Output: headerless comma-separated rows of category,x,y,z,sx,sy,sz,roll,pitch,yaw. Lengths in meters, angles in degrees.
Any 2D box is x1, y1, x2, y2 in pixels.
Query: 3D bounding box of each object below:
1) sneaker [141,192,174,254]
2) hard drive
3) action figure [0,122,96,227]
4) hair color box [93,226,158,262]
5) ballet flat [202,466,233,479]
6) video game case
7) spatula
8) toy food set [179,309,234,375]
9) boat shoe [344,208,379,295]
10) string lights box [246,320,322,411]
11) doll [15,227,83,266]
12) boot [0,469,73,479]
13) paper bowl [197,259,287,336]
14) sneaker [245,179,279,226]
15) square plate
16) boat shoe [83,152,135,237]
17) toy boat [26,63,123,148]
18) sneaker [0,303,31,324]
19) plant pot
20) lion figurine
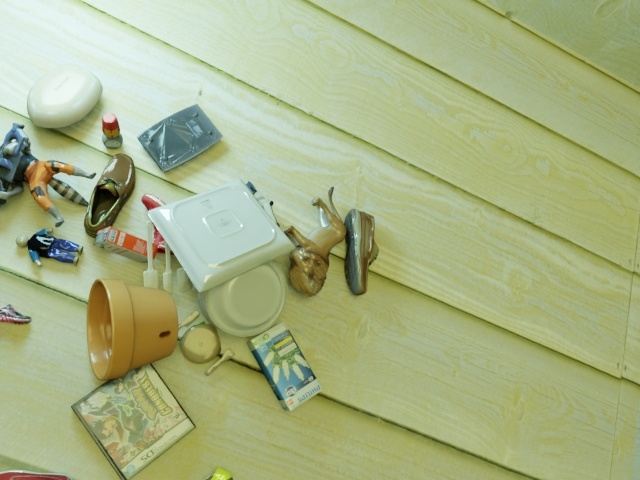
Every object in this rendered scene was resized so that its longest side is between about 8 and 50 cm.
sneaker,-0.535,-0.045,1.801,0.221,0.087,0.128,43,64,0
hard drive,-0.494,-0.357,1.930,0.255,0.054,0.172,-38,87,-25
action figure,-0.916,-0.168,1.706,0.330,0.178,0.341,31,93,0
hair color box,-0.609,0.015,1.717,0.167,0.093,0.053,26,64,-40
ballet flat,-0.358,0.771,1.616,0.077,0.077,0.231,36,61,19
video game case,-0.555,0.529,1.639,0.248,0.035,0.275,-35,87,-24
spatula,-0.486,0.055,1.752,0.168,0.019,0.242,-4,98,-35
toy food set,-0.383,0.331,1.763,0.132,0.038,0.192,-40,94,-18
boat shoe,0.158,0.040,1.988,0.117,0.123,0.324,6,73,-19
string lights box,-0.119,0.413,1.798,0.133,0.077,0.259,-28,84,-25
doll,-0.846,0.025,1.696,0.189,0.046,0.129,18,67,-13
boot,-0.793,0.659,1.442,0.244,0.176,0.088,4,74,-16
paper bowl,-0.238,0.166,1.751,0.284,0.148,0.284,-1,92,-30
sneaker,-0.244,-0.042,1.873,0.182,0.127,0.315,28,65,-6
square plate,-0.308,-0.041,1.717,0.347,0.049,0.344,-25,63,-30
boat shoe,-0.676,-0.157,1.777,0.111,0.104,0.307,15,69,-13
toy boat,-0.799,-0.427,1.817,0.318,0.148,0.267,34,61,2
sneaker,-0.916,0.215,1.617,0.119,0.047,0.057,12,58,-16
plant pot,-0.551,0.253,1.613,0.204,0.291,0.290,0,72,-37
lion figurine,0.000,0.000,1.938,0.240,0.142,0.392,48,61,-7
